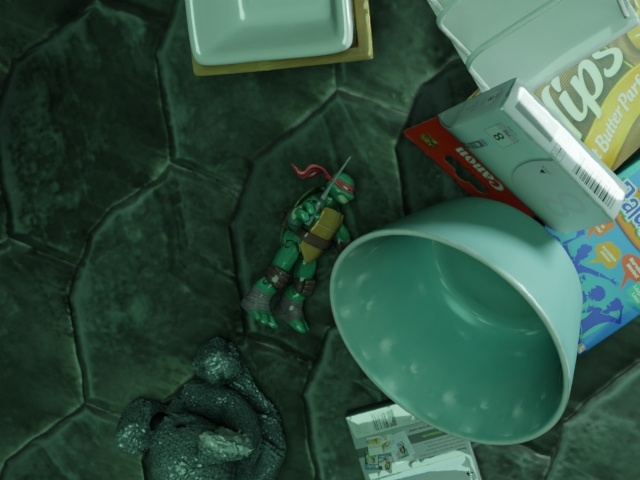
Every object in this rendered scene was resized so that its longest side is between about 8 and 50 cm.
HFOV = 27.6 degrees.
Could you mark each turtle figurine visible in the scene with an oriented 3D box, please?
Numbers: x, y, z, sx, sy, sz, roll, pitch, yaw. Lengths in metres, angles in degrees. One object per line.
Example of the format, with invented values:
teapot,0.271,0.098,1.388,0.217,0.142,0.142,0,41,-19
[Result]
turtle figurine,0.000,0.000,1.613,0.175,0.118,0.234,22,105,-38

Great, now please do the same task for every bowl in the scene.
bowl,0.181,0.071,1.538,0.311,0.163,0.312,23,138,23

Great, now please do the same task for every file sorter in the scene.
file sorter,0.193,-0.324,1.461,0.192,0.173,0.278,-32,71,14

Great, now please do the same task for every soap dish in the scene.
soap dish,-0.052,-0.349,1.544,0.228,0.118,0.291,-3,98,21

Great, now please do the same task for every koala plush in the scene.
koala plush,-0.145,0.262,1.609,0.196,0.221,0.203,-40,92,10

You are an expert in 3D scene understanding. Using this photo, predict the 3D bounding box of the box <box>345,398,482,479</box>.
box,0.127,0.290,1.675,0.145,0.038,0.186,-17,95,9

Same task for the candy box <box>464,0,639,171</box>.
candy box,0.346,-0.208,1.553,0.316,0.087,0.183,-43,91,11

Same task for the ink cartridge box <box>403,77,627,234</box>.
ink cartridge box,0.210,-0.078,1.502,0.189,0.232,0.066,41,59,-16

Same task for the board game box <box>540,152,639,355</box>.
board game box,0.357,0.017,1.605,0.210,0.047,0.160,-37,93,9
